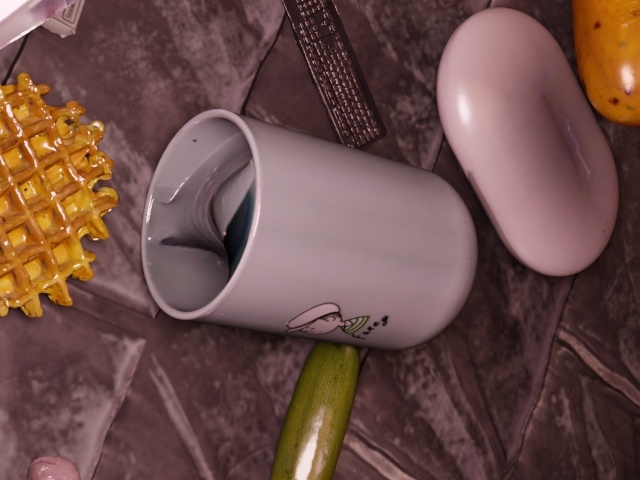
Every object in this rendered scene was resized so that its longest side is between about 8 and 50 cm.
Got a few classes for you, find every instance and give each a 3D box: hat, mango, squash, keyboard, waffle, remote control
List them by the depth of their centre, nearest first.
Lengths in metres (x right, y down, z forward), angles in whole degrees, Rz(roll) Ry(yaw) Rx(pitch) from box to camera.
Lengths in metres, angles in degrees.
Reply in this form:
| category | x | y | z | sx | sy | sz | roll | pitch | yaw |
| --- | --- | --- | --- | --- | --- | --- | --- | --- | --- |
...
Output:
| category | x | y | z | sx | sy | sz | roll | pitch | yaw |
| --- | --- | --- | --- | --- | --- | --- | --- | --- | --- |
| waffle | -0.297 | -0.043 | 1.530 | 0.232 | 0.051 | 0.228 | 24 | 71 | -33 |
| hat | -0.242 | 0.243 | 1.544 | 0.058 | 0.042 | 0.087 | -24 | 100 | -35 |
| squash | -0.009 | 0.212 | 1.705 | 0.066 | 0.066 | 0.252 | 27 | 70 | -32 |
| keyboard | 0.017 | -0.194 | 1.801 | 0.074 | 0.015 | 0.196 | -30 | 103 | -35 |
| remote control | 0.245 | -0.113 | 1.905 | 0.221 | 0.103 | 0.332 | -42 | 110 | -37 |
| mango | 0.384 | -0.248 | 1.972 | 0.191 | 0.160 | 0.290 | 70 | 29 | -46 |

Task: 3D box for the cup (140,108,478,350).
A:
| category | x | y | z | sx | sy | sz | roll | pitch | yaw |
| --- | --- | --- | --- | --- | --- | --- | --- | --- | --- |
| cup | 0.000 | 0.000 | 1.649 | 0.312 | 0.205 | 0.205 | 12 | 78 | -35 |

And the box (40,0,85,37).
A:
| category | x | y | z | sx | sy | sz | roll | pitch | yaw |
| --- | --- | --- | --- | --- | --- | --- | --- | --- | --- |
| box | -0.266 | -0.301 | 1.590 | 0.115 | 0.036 | 0.177 | 24 | 72 | -32 |

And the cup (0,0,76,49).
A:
| category | x | y | z | sx | sy | sz | roll | pitch | yaw |
| --- | --- | --- | --- | --- | --- | --- | --- | --- | --- |
| cup | -0.367 | -0.310 | 1.381 | 0.371 | 0.253 | 0.253 | 50 | 59 | -12 |
